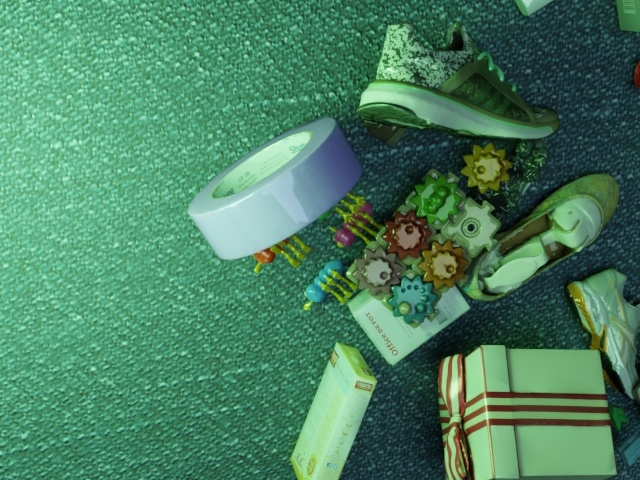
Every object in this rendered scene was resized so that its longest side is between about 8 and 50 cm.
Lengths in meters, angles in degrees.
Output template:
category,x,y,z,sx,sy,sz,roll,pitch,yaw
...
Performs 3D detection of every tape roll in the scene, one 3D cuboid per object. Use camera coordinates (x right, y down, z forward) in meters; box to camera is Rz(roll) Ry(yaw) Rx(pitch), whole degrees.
category,x,y,z,sx,sy,sz,roll,pitch,yaw
tape roll,-0.072,-0.084,1.724,0.275,0.275,0.090,-33,108,-2

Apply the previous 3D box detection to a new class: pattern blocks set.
category,x,y,z,sx,sy,sz,roll,pitch,yaw
pattern blocks set,0.657,0.260,2.024,0.325,0.026,0.285,-32,125,-19

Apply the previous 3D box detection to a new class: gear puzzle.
category,x,y,z,sx,sy,sz,roll,pitch,yaw
gear puzzle,0.210,-0.017,1.837,0.175,0.044,0.339,39,94,-7

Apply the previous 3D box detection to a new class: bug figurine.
category,x,y,z,sx,sy,sz,roll,pitch,yaw
bug figurine,0.000,0.000,1.822,0.216,0.072,0.279,-49,146,-1

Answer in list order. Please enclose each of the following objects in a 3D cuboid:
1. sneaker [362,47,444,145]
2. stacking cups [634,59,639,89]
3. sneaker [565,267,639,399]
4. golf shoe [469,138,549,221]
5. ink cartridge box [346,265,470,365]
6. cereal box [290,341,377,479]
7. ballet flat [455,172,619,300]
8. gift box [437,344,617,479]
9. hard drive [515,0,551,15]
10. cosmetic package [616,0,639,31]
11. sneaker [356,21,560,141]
category,x,y,z,sx,sy,sz,roll,pitch,yaw
sneaker,0.144,-0.253,1.832,0.071,0.066,0.188,30,96,-15
stacking cups,0.712,-0.265,1.929,0.316,0.096,0.096,6,102,-9
sneaker,0.556,0.171,2.000,0.121,0.099,0.262,-28,108,-7
golf shoe,0.331,-0.104,1.902,0.077,0.094,0.198,41,120,-3
ink cartridge box,0.153,0.114,1.919,0.175,0.072,0.127,-36,106,0
cereal box,0.021,0.315,1.893,0.047,0.173,0.240,19,100,-14
ballet flat,0.396,0.002,1.917,0.349,0.123,0.123,-30,107,-3
gift box,0.331,0.335,1.897,0.258,0.276,0.255,3,63,-14
hard drive,0.429,-0.546,1.828,0.308,0.040,0.203,-32,107,-1
cosmetic package,0.633,-0.446,1.861,0.238,0.107,0.127,-16,106,-9
sneaker,0.248,-0.258,1.760,0.410,0.158,0.182,4,94,-39
